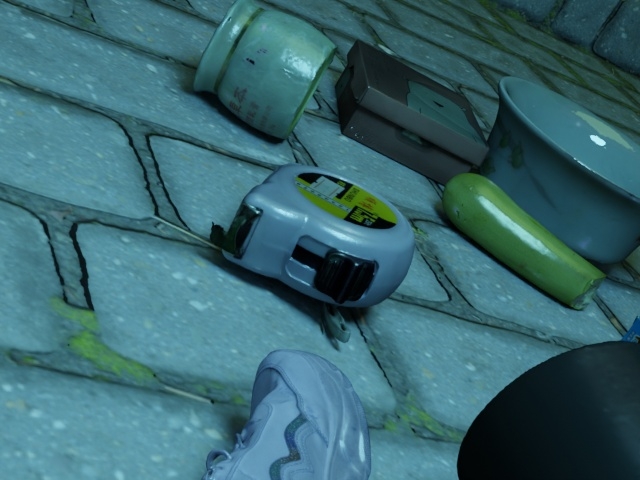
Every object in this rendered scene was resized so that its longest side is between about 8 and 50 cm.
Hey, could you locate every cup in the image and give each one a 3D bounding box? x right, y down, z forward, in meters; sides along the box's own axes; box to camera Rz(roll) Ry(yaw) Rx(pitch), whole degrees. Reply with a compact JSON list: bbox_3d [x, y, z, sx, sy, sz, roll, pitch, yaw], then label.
[{"bbox_3d":[0.372,-0.085,1.651,0.347,0.163,0.347,28,24,-13],"label":"cup"}]

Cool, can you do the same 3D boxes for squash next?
[{"bbox_3d":[0.267,-0.001,1.463,0.250,0.083,0.083,38,24,7],"label":"squash"}]

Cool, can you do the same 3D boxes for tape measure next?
[{"bbox_3d":[0.002,0.002,1.105,0.178,0.105,0.196,28,21,9],"label":"tape measure"}]

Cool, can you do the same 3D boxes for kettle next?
[{"bbox_3d":[0.253,0.273,0.825,0.203,0.262,0.308,-14,43,-11],"label":"kettle"}]

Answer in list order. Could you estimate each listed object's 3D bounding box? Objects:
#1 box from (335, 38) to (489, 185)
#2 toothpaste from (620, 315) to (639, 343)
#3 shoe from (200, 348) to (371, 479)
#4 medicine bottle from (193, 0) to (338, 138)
[{"bbox_3d":[0.129,-0.191,1.652,0.215,0.086,0.215,25,24,-16],"label":"box"},{"bbox_3d":[0.445,0.199,1.305,0.050,0.065,0.267,17,28,-32],"label":"toothpaste"},{"bbox_3d":[-0.032,0.165,0.741,0.137,0.095,0.245,21,32,-31],"label":"shoe"},{"bbox_3d":[-0.072,-0.220,1.381,0.143,0.147,0.147,29,23,-1],"label":"medicine bottle"}]
